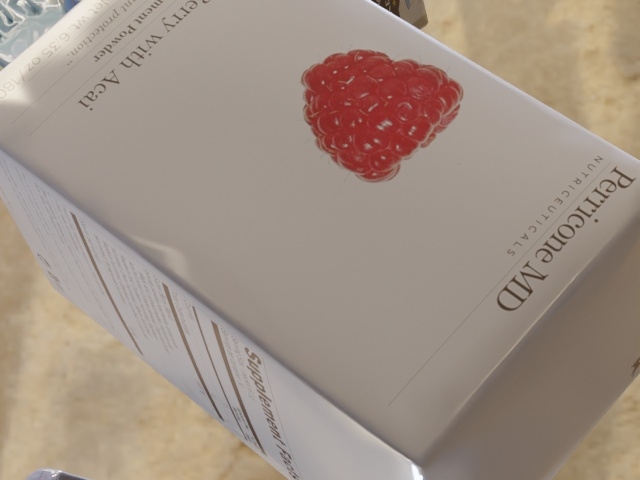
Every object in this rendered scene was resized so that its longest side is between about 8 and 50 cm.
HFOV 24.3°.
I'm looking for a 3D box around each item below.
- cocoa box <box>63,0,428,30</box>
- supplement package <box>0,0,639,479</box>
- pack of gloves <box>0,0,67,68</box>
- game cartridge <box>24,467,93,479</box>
[{"bbox_3d":[-0.088,-0.297,1.256,0.231,0.228,0.347,-3,-68,30],"label":"cocoa box"},{"bbox_3d":[0.000,0.000,0.736,0.293,0.177,0.175,35,-21,26],"label":"supplement package"},{"bbox_3d":[-0.128,-0.143,1.042,0.232,0.195,0.046,36,-33,38],"label":"pack of gloves"},{"bbox_3d":[-0.268,0.394,1.533,0.062,0.198,0.297,-3,-111,38],"label":"game cartridge"}]
